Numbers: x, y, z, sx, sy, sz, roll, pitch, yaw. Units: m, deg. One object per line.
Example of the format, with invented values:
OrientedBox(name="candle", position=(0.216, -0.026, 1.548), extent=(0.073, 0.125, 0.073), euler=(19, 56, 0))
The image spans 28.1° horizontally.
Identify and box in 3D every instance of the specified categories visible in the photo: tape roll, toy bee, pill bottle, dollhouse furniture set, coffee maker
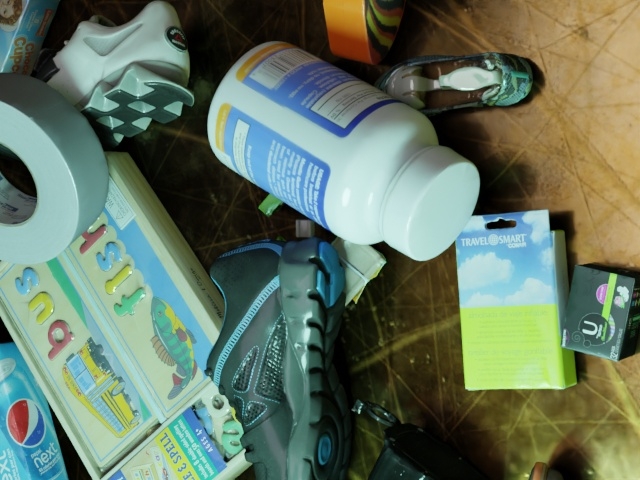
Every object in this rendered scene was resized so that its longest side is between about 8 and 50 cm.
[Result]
OrientedBox(name="tape roll", position=(-0.359, -0.083, 1.494), extent=(0.219, 0.072, 0.219), euler=(12, 123, 19))
OrientedBox(name="toy bee", position=(0.050, -0.329, 1.289), extent=(0.195, 0.298, 0.162), euler=(30, 64, 11))
OrientedBox(name="pill bottle", position=(0.025, -0.089, 1.319), extent=(0.272, 0.152, 0.152), euler=(33, 107, 32))
OrientedBox(name="dollhouse furniture set", position=(0.000, 0.000, 1.424), extent=(0.152, 0.058, 0.076), euler=(40, 104, 3))
OrientedBox(name="coffee maker", position=(0.076, 0.292, 1.347), extent=(0.171, 0.120, 0.178), euler=(47, 114, 47))

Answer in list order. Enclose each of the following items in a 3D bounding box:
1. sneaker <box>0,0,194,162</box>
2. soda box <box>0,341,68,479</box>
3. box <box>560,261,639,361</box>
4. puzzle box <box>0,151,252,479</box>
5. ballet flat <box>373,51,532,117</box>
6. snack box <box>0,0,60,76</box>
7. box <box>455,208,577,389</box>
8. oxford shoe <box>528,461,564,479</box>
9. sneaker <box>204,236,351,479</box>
OrientedBox(name="sneaker", position=(-0.283, -0.189, 1.548), extent=(0.331, 0.122, 0.146), euler=(-17, 65, 31))
OrientedBox(name="soda box", position=(-0.391, 0.238, 1.638), extent=(0.071, 0.067, 0.210), euler=(-22, 81, 30))
OrientedBox(name="box", position=(0.277, 0.068, 1.243), extent=(0.062, 0.052, 0.083), euler=(13, 99, 30))
OrientedBox(name="puzzle box", position=(-0.231, 0.131, 1.549), extent=(0.272, 0.052, 0.409), euler=(-43, 71, 25))
OrientedBox(name="ballet flat", position=(0.124, -0.164, 1.321), extent=(0.188, 0.070, 0.070), euler=(-8, 87, 31))
OrientedBox(name="snack box", position=(-0.477, -0.216, 1.681), extent=(0.187, 0.060, 0.321), euler=(34, 107, 25))
OrientedBox(name="box", position=(0.196, 0.061, 1.296), extent=(0.109, 0.042, 0.178), euler=(-5, 88, 31))
OrientedBox(name="oxford shoe", position=(0.245, 0.352, 1.260), extent=(0.098, 0.097, 0.271), euler=(-3, 94, 11))
OrientedBox(name="sneaker", position=(-0.048, 0.167, 1.377), extent=(0.140, 0.125, 0.340), euler=(0, 87, 21))
